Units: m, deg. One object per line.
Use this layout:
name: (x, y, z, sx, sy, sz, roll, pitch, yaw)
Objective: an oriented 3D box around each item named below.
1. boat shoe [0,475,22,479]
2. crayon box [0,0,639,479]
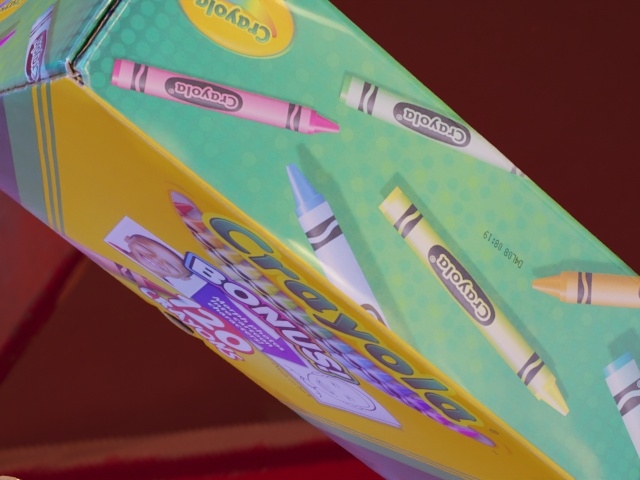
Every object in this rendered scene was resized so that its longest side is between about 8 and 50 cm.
boat shoe: (-0.230, 0.239, 1.160, 0.063, 0.059, 0.170, 17, 79, -11)
crayon box: (0.000, 0.000, 0.662, 0.278, 0.165, 0.081, 39, 70, -22)
